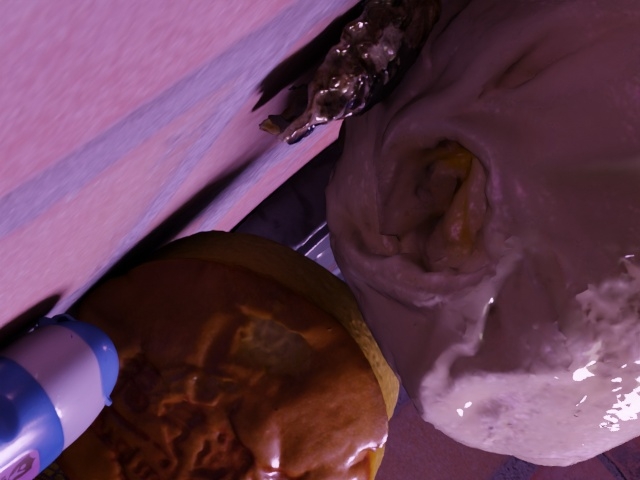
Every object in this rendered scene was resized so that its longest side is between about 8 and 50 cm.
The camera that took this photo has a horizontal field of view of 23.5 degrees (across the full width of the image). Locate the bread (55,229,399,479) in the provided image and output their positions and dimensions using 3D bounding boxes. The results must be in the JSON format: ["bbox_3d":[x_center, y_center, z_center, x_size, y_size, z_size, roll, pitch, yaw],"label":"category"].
[{"bbox_3d":[-0.071,0.126,1.171,0.270,0.270,0.148,-42,-175,24],"label":"bread"}]

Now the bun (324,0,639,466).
[{"bbox_3d":[0.122,-0.017,1.050,0.219,0.365,0.365,-4,157,-30],"label":"bun"}]

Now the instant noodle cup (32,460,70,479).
[{"bbox_3d":[-0.275,0.326,1.184,0.340,0.340,0.266,-43,-175,33],"label":"instant noodle cup"}]

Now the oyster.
[{"bbox_3d":[0.025,-0.109,0.957,0.148,0.051,0.103,-51,-174,-7],"label":"oyster"}]

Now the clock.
[{"bbox_3d":[0.000,0.000,1.610,0.325,0.067,0.325,-40,167,-11],"label":"clock"}]

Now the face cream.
[{"bbox_3d":[-0.238,0.144,0.995,0.264,0.083,0.149,-40,179,-27],"label":"face cream"}]
